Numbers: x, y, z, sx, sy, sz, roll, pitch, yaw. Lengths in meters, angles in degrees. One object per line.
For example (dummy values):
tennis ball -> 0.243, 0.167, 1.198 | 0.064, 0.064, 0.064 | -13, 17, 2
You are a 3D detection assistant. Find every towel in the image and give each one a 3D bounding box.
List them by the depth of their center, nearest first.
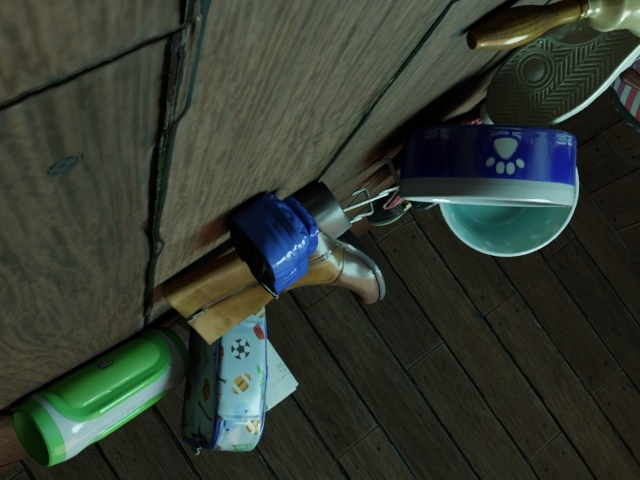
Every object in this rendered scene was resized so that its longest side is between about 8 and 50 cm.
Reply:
towel -> 0.233, -0.166, 1.258 | 0.199, 0.031, 0.275 | -52, 169, 34

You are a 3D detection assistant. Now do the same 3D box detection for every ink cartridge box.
ink cartridge box -> -0.215, 0.278, 1.435 | 0.201, 0.278, 0.117 | -38, 175, 36

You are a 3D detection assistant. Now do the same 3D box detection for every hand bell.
hand bell -> 0.259, -0.242, 0.655 | 0.241, 0.126, 0.126 | -20, 172, -15

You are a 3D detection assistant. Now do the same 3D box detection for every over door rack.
over door rack -> 0.000, 0.000, 1.145 | 0.324, 0.108, 0.239 | -34, 177, -12

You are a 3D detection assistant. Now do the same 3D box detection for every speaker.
speaker -> -0.375, 0.266, 1.113 | 0.296, 0.131, 0.131 | -30, 174, -47

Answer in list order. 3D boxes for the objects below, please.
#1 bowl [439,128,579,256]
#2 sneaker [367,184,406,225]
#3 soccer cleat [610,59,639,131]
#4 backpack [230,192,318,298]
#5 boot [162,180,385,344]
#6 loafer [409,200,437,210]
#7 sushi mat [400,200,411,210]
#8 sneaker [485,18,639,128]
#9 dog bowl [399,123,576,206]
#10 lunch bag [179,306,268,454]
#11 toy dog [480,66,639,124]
bowl -> 0.425, -0.123, 1.483 | 0.311, 0.312, 0.163 | -35, 180, 6
sneaker -> 0.202, -0.117, 1.723 | 0.222, 0.083, 0.118 | -32, 161, 24
soccer cleat -> 0.579, -0.314, 1.116 | 0.108, 0.318, 0.116 | 8, 145, -12
backpack -> -0.055, -0.005, 0.761 | 0.101, 0.098, 0.120 | -43, 165, -11
boot -> -0.055, 0.078, 0.946 | 0.280, 0.096, 0.264 | -36, 141, -1
loafer -> 0.231, -0.116, 1.192 | 0.170, 0.062, 0.061 | -43, 175, -10
sushi mat -> 0.304, -0.161, 1.331 | 0.316, 0.019, 0.151 | -35, 178, 6
sneaker -> 0.401, -0.280, 0.903 | 0.350, 0.131, 0.148 | -38, 170, 35
dog bowl -> 0.257, -0.110, 0.982 | 0.264, 0.104, 0.265 | 3, -178, 0
lunch bag -> -0.195, 0.257, 1.215 | 0.114, 0.304, 0.243 | 11, 166, -28
toy dog -> 0.441, -0.272, 1.113 | 0.220, 0.161, 0.334 | -33, 176, -13
